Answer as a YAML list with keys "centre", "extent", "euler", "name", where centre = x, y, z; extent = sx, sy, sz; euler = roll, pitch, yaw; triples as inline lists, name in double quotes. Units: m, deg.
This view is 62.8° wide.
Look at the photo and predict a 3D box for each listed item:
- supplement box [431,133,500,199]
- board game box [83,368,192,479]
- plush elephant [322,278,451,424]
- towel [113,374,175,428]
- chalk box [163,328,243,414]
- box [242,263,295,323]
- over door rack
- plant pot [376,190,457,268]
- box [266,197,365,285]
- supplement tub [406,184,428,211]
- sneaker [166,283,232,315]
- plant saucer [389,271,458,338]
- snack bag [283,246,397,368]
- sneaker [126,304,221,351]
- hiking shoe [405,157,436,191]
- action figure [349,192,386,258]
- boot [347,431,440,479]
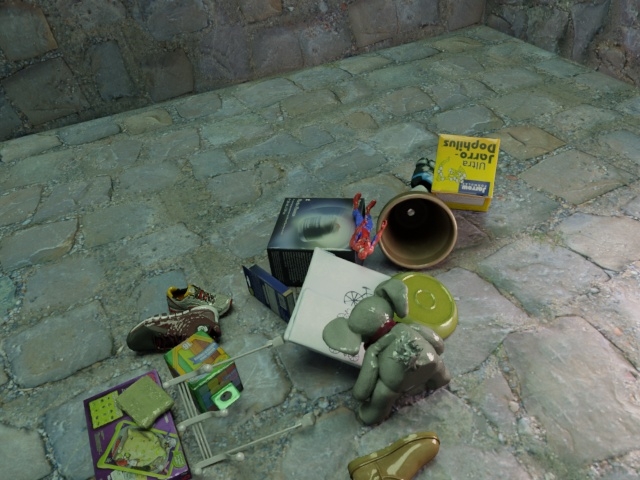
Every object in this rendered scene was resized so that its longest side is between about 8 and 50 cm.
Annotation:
- centre: [0.503, -0.225, 1.829]
  extent: [0.194, 0.195, 0.356]
  euler: [8, -2, 15]
  name: "supplement box"
- centre: [-0.478, 0.505, 1.349]
  extent: [0.208, 0.056, 0.347]
  euler: [-25, 41, -14]
  name: "board game box"
- centre: [0.159, 0.256, 1.319]
  extent: [0.272, 0.330, 0.255]
  euler: [-27, 52, -12]
  name: "plush elephant"
- centre: [-0.465, 0.425, 1.389]
  extent: [0.148, 0.027, 0.110]
  euler: [23, 47, 34]
  name: "towel"
- centre: [-0.303, 0.370, 1.418]
  extent: [0.132, 0.132, 0.213]
  euler: [-34, 45, -29]
  name: "chalk box"
- centre: [-0.159, 0.162, 1.651]
  extent: [0.036, 0.136, 0.225]
  euler: [-35, 46, -29]
  name: "box"
- centre: [-0.195, 0.396, 1.283]
  extent: [0.324, 0.239, 0.108]
  euler: [-20, -4, -14]
  name: "over door rack"
- centre: [0.317, -0.064, 1.800]
  extent: [0.263, 0.263, 0.229]
  euler: [-4, 21, 5]
  name: "plant pot"
- centre: [0.000, 0.000, 1.796]
  extent: [0.294, 0.182, 0.296]
  euler: [2, 40, 10]
  name: "box"
- centre: [0.358, -0.162, 2.027]
  extent: [0.107, 0.071, 0.071]
  euler: [-31, 44, -27]
  name: "supplement tub"
- centre: [-0.394, 0.193, 1.687]
  extent: [0.225, 0.092, 0.088]
  euler: [0, 39, 9]
  name: "sneaker"
- centre: [0.305, 0.182, 1.554]
  extent: [0.241, 0.037, 0.241]
  euler: [11, 48, -12]
  name: "plant saucer"
- centre: [0.093, 0.196, 1.514]
  extent: [0.323, 0.037, 0.342]
  euler: [21, 52, -2]
  name: "snack bag"
- centre: [-0.426, 0.290, 1.552]
  extent: [0.281, 0.106, 0.162]
  euler: [-19, 35, -15]
  name: "sneaker"
- centre: [0.502, -0.216, 2.069]
  extent: [0.304, 0.113, 0.132]
  euler: [22, 77, 24]
  name: "hiking shoe"
- centre: [0.151, -0.064, 1.635]
  extent: [0.091, 0.139, 0.280]
  euler: [23, 43, -14]
  name: "action figure"
- centre: [0.200, 0.573, 1.122]
  extent: [0.236, 0.089, 0.269]
  euler: [-23, 40, -3]
  name: "boot"
